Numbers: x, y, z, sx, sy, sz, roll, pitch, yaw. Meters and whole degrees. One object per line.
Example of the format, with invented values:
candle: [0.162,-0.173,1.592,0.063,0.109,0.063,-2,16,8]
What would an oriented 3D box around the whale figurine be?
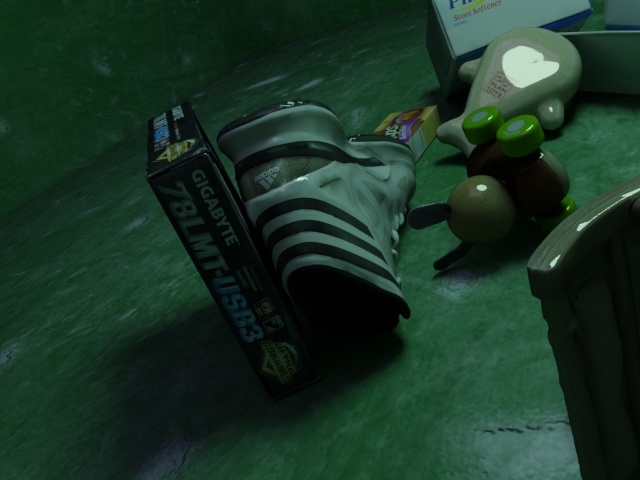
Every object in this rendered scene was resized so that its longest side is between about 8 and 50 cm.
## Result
whale figurine: [0.332,-0.242,1.055,0.272,0.141,0.216,-48,60,-4]

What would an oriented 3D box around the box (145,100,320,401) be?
box: [-0.114,-0.004,0.730,0.074,0.295,0.293,-27,25,-5]

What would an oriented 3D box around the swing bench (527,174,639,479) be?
swing bench: [0.266,0.096,0.286,0.165,0.253,0.255,-36,29,-27]

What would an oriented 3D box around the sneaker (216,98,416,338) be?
sneaker: [0.039,-0.003,0.780,0.169,0.257,0.448,-19,-9,24]

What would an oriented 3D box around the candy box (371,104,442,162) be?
candy box: [0.157,-0.200,1.176,0.109,0.053,0.186,-3,30,34]

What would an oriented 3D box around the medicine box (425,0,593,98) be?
medicine box: [0.365,-0.433,1.222,0.264,0.149,0.289,-18,-4,8]

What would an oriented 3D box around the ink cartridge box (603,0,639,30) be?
ink cartridge box: [0.752,-0.472,1.024,0.395,0.166,0.285,-16,25,-14]

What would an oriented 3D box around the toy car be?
toy car: [0.200,-0.048,0.757,0.188,0.155,0.149,-38,27,-3]

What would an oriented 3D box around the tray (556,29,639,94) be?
tray: [0.504,-0.302,0.998,0.030,0.145,0.270,-50,30,-4]
